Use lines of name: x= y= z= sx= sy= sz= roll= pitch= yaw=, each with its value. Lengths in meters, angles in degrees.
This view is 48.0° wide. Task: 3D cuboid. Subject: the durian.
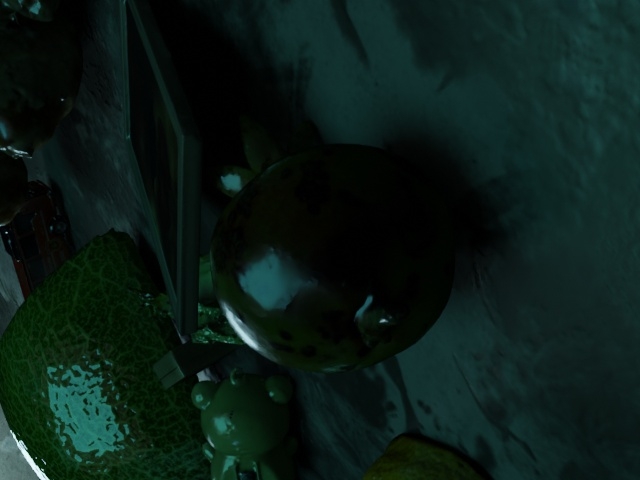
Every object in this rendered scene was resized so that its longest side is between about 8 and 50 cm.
durian: x=-0.092 y=0.054 z=0.670 sx=0.215 sy=0.100 sz=0.086 roll=8 pitch=114 yaw=45

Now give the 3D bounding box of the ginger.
ginger: x=-0.381 y=-0.184 z=0.856 sx=0.375 sy=0.176 sz=0.256 roll=-33 pitch=64 yaw=47

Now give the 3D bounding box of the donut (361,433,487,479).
donut: x=0.090 y=0.232 z=0.578 sx=0.152 sy=0.058 sz=0.152 roll=30 pitch=132 yaw=39

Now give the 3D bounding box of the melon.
melon: x=-0.244 y=0.215 z=0.934 sx=0.331 sy=0.226 sz=0.343 roll=-46 pitch=64 yaw=10

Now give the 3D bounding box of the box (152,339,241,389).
box: x=-0.139 y=0.129 z=0.806 sx=0.035 sy=0.079 sz=0.083 roll=60 pitch=145 yaw=5

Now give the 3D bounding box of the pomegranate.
pomegranate: x=-0.006 y=-0.012 z=0.470 sx=0.220 sy=0.156 sz=0.156 roll=57 pitch=147 yaw=29

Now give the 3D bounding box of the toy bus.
toy bus: x=-0.447 y=0.023 z=1.154 sx=0.073 sy=0.096 sz=0.235 roll=25 pitch=132 yaw=41

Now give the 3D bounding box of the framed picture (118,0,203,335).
framed picture: x=-0.148 y=-0.092 z=0.643 sx=0.211 sy=0.020 sz=0.290 roll=102 pitch=152 yaw=-42

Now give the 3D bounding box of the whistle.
whistle: x=-0.072 y=0.230 z=0.770 sx=0.085 sy=0.105 sz=0.228 roll=-90 pitch=-6 yaw=-64
